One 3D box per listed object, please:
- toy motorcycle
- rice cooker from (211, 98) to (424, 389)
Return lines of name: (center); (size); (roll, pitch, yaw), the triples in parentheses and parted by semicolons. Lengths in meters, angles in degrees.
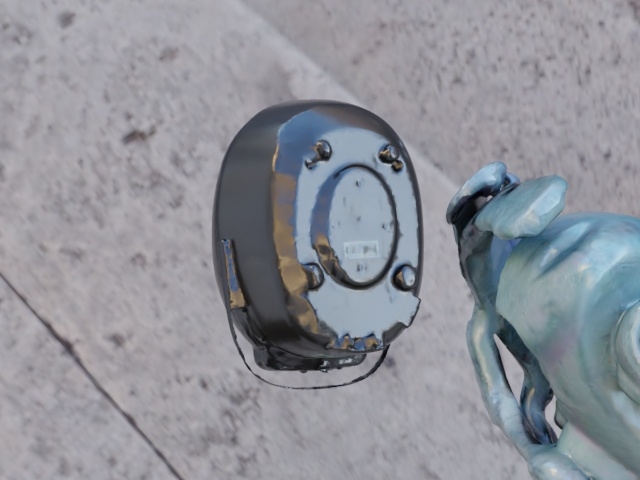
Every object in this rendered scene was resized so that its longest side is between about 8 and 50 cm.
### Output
toy motorcycle: (0.149, 0.058, 0.814); (0.154, 0.260, 0.206); (-41, 67, -8)
rice cooker: (0.000, 0.001, 1.114); (0.142, 0.118, 0.203); (-2, 87, -29)
